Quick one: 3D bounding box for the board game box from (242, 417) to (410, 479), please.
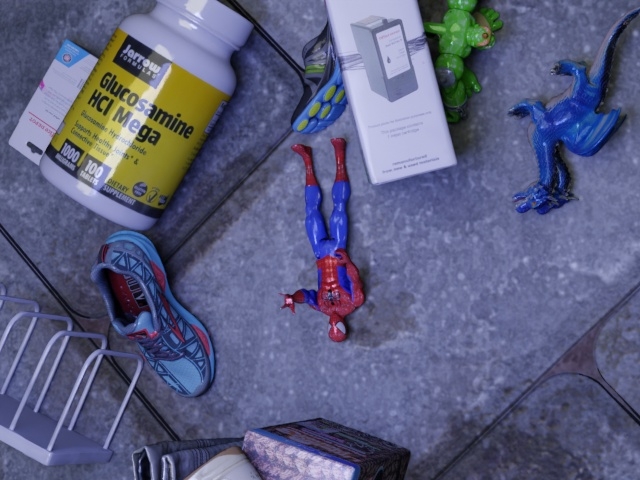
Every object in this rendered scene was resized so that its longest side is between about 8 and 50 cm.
[{"bbox_3d":[-0.013,0.363,1.576,0.141,0.291,0.232,16,91,18],"label":"board game box"}]

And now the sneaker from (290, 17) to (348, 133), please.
[{"bbox_3d":[0.006,-0.238,1.751,0.078,0.067,0.188,25,94,37],"label":"sneaker"}]

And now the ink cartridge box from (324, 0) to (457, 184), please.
[{"bbox_3d":[0.085,-0.217,1.612,0.115,0.198,0.273,-14,93,2],"label":"ink cartridge box"}]

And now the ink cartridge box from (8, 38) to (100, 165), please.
[{"bbox_3d":[-0.374,-0.194,1.855,0.104,0.061,0.181,34,95,25],"label":"ink cartridge box"}]

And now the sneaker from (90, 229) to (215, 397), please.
[{"bbox_3d":[-0.246,0.121,1.732,0.104,0.125,0.262,-27,101,20],"label":"sneaker"}]

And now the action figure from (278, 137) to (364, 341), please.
[{"bbox_3d":[0.000,0.000,1.691,0.091,0.139,0.280,-9,85,18],"label":"action figure"}]

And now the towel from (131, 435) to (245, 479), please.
[{"bbox_3d":[-0.142,0.410,1.594,0.056,0.324,0.312,-5,83,22],"label":"towel"}]

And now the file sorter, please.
[{"bbox_3d":[-0.422,0.184,1.775,0.278,0.193,0.173,24,89,18],"label":"file sorter"}]

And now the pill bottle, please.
[{"bbox_3d":[-0.238,-0.197,1.750,0.188,0.188,0.334,32,95,17],"label":"pill bottle"}]

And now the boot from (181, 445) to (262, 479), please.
[{"bbox_3d":[-0.137,0.387,1.395,0.262,0.095,0.203,-38,77,-9],"label":"boot"}]

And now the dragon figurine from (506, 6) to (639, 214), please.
[{"bbox_3d":[0.345,-0.160,1.618,0.289,0.085,0.144,-44,76,14],"label":"dragon figurine"}]

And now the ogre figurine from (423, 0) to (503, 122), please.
[{"bbox_3d":[0.187,-0.265,1.661,0.097,0.118,0.197,31,95,17],"label":"ogre figurine"}]
